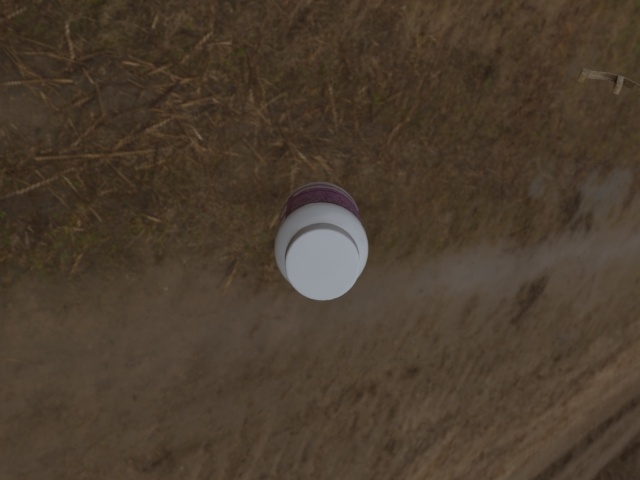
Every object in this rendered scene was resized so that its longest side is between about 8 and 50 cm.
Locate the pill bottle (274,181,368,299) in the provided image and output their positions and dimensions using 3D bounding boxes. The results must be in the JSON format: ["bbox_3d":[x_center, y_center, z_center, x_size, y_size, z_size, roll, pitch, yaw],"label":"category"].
[{"bbox_3d":[0.000,0.000,1.286,0.301,0.169,0.169,-94,-155,-75],"label":"pill bottle"}]

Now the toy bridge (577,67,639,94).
[{"bbox_3d":[0.719,-0.377,1.692,0.063,0.188,0.026,-56,164,-48],"label":"toy bridge"}]
